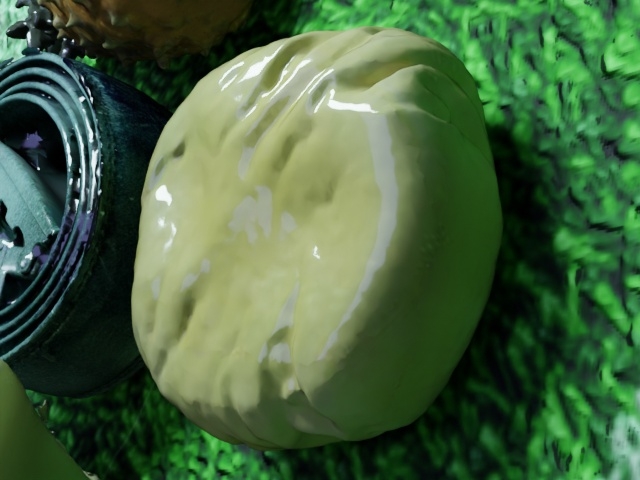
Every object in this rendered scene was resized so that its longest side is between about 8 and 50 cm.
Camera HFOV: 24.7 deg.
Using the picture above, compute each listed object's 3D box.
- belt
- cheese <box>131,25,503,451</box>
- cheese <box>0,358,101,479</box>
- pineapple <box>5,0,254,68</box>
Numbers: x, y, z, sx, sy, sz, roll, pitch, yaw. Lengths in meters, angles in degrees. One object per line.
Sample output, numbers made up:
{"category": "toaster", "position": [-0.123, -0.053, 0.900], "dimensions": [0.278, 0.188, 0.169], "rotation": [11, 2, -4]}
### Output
{"category": "belt", "position": [-0.179, -0.018, 0.999], "dimensions": [0.206, 0.116, 0.267], "rotation": [-50, 43, 20]}
{"category": "cheese", "position": [0.000, 0.000, 0.769], "dimensions": [0.214, 0.117, 0.226], "rotation": [0, 78, 48]}
{"category": "cheese", "position": [-0.215, 0.153, 0.839], "dimensions": [0.127, 0.266, 0.233], "rotation": [10, 57, 13]}
{"category": "pineapple", "position": [-0.140, -0.187, 1.029], "dimensions": [0.278, 0.157, 0.158], "rotation": [-5, 69, 65]}
